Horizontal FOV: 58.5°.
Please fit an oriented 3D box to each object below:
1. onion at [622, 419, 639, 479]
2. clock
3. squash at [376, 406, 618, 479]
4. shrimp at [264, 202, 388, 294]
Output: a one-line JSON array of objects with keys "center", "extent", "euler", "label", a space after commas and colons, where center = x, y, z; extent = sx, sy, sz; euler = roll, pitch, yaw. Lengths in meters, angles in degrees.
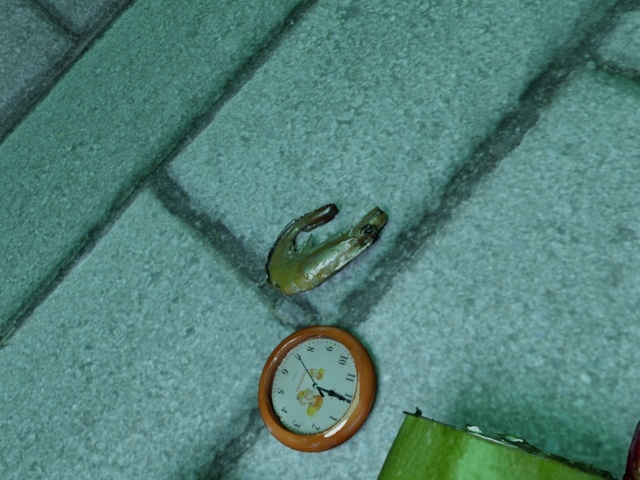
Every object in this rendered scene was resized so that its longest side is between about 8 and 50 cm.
[{"center": [0.459, 0.259, 0.565], "extent": [0.314, 0.232, 0.314], "euler": [-1, 85, 7], "label": "onion"}, {"center": [-0.008, 0.236, 0.925], "extent": [0.205, 0.051, 0.205], "euler": [-13, 58, 21], "label": "clock"}, {"center": [0.150, 0.398, 0.624], "extent": [0.263, 0.263, 0.384], "euler": [12, 71, 32], "label": "squash"}, {"center": [0.001, 0.001, 1.049], "extent": [0.253, 0.058, 0.173], "euler": [-38, 45, 8], "label": "shrimp"}]
